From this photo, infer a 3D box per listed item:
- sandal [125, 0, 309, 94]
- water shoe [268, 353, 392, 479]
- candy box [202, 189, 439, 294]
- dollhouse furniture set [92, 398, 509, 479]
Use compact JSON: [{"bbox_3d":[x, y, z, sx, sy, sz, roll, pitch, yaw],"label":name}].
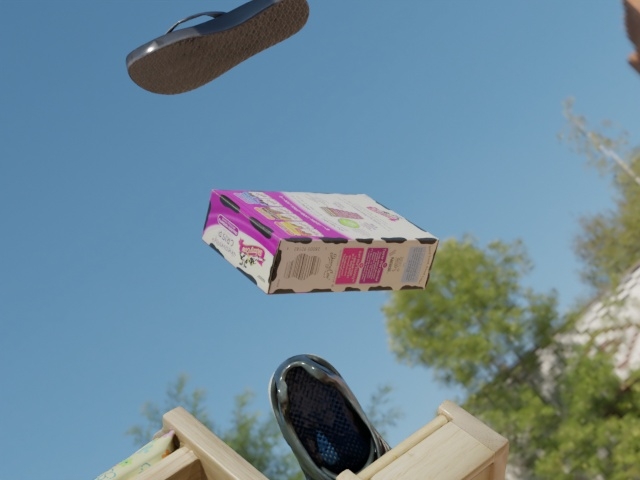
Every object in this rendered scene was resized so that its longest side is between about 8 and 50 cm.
[{"bbox_3d":[-0.137,-0.265,1.413,0.255,0.054,0.097,-25,-32,-14],"label":"sandal"},{"bbox_3d":[0.026,0.171,0.737,0.073,0.203,0.080,-36,-4,-2],"label":"water shoe"},{"bbox_3d":[0.000,0.000,1.279,0.233,0.159,0.071,0,-67,-36],"label":"candy box"},{"bbox_3d":[-0.036,0.147,0.388,0.182,0.101,0.161,-28,-46,-34],"label":"dollhouse furniture set"}]
